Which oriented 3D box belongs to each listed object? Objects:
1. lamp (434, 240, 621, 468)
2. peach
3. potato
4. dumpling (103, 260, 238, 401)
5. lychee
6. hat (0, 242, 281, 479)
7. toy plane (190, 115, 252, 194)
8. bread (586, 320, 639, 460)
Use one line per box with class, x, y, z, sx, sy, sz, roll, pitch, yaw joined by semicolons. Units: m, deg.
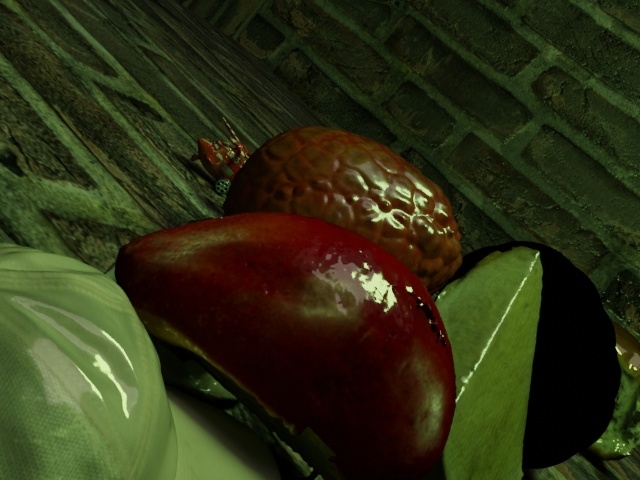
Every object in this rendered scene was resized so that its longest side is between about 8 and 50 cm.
lamp;0.262;0.155;1.086;0.305;0.239;0.306;16;65;-37
peach;-0.006;0.063;0.557;0.267;0.154;0.158;46;-21;-16
potato;0.128;0.149;0.806;0.112;0.270;0.255;6;9;31
dumpling;-0.101;0.063;0.655;0.150;0.092;0.176;58;11;14
lychee;0.000;0.000;0.875;0.255;0.299;0.255;-14;90;-75
hat;-0.099;0.091;0.428;0.225;0.164;0.219;8;29;-35
toy plane;-0.111;-0.088;1.214;0.194;0.077;0.126;43;12;-29
bread;0.521;0.258;1.557;0.279;0.225;0.250;38;10;10
